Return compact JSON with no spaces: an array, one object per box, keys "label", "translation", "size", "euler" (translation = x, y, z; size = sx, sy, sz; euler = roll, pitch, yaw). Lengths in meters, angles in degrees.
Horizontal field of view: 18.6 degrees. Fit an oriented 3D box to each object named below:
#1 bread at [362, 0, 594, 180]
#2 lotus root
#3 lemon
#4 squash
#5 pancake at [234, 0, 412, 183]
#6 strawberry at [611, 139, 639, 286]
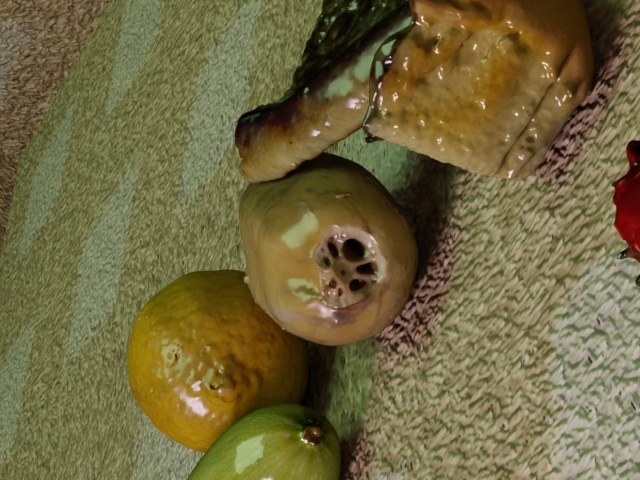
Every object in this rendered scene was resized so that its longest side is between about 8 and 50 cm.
[{"label":"bread","translation":[0.152,-0.135,1.577],"size":[0.252,0.133,0.174],"euler":[-7,-52,-61]},{"label":"lotus root","translation":[0.000,0.000,1.864],"size":[0.342,0.151,0.169],"euler":[-134,39,-75]},{"label":"lemon","translation":[-0.104,0.121,1.988],"size":[0.256,0.188,0.188],"euler":[-125,55,-74]},{"label":"squash","translation":[-0.059,0.243,1.849],"size":[0.247,0.132,0.132],"euler":[-56,24,34]},{"label":"pancake","translation":[0.077,-0.229,1.776],"size":[0.427,0.067,0.305],"euler":[-37,25,35]},{"label":"strawberry","translation":[0.270,-0.015,1.081],"size":[0.201,0.187,0.184],"euler":[-37,4,15]}]
